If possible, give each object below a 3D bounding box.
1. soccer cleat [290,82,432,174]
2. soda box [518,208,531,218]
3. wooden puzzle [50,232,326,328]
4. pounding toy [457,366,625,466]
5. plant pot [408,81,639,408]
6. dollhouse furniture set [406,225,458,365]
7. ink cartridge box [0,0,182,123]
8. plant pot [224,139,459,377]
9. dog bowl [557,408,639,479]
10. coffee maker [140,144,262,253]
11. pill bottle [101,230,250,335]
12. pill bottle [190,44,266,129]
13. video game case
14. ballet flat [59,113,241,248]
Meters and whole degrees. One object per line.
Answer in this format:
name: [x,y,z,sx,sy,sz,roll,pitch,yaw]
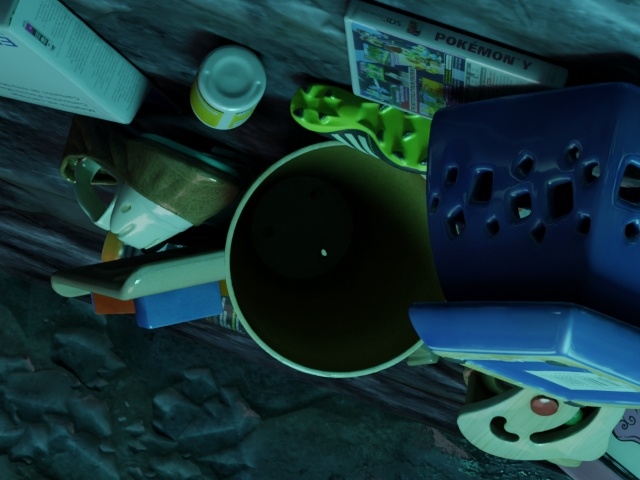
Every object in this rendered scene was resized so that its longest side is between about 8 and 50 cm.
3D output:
soccer cleat: [0.056,-0.104,1.683,0.179,0.060,0.072,22,180,26]
soda box: [0.218,-0.021,1.756,0.183,0.058,0.063,23,168,-6]
wooden puzzle: [-0.129,0.044,2.190,0.322,0.080,0.348,-11,-178,-23]
pounding toy: [0.229,0.125,1.849,0.154,0.155,0.269,14,135,-2]
plant pot: [0.223,0.016,1.465,0.236,0.212,0.236,23,166,-32]
dollhouse furniture set: [0.172,0.060,2.132,0.262,0.135,0.259,28,155,-32]
ink cartridge box: [-0.356,-0.203,1.901,0.324,0.071,0.330,14,165,29]
plant pot: [0.000,0.000,1.906,0.237,0.237,0.254,24,-176,-13]
dog bowl: [0.427,0.286,2.228,0.408,0.150,0.408,38,-178,-2]
coffee maker: [-0.134,-0.054,2.136,0.171,0.120,0.178,-9,-177,-24]
pill bottle: [-0.178,0.037,2.526,0.246,0.130,0.130,19,168,9]
pill bottle: [-0.090,-0.141,1.723,0.065,0.065,0.116,22,168,-6]
video game case: [0.112,-0.133,1.521,0.183,0.023,0.201,19,169,7]
ballet flat: [-0.197,-0.062,1.946,0.116,0.124,0.342,32,178,-35]
